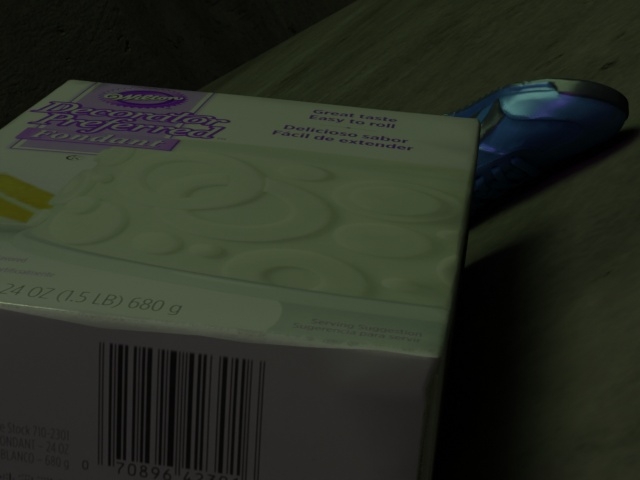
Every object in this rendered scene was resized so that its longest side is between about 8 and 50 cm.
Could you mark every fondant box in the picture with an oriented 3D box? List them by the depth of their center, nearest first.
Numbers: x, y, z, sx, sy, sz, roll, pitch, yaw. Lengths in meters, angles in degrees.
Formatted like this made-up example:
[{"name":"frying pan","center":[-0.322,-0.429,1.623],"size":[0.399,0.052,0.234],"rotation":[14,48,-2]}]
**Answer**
[{"name":"fondant box","center":[-0.055,0.015,0.657],"size":[0.238,0.096,0.330],"rotation":[6,19,6]}]

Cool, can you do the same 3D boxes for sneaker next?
[{"name":"sneaker","center":[0.095,-0.041,0.886],"size":[0.209,0.069,0.082],"rotation":[-12,61,34]}]
